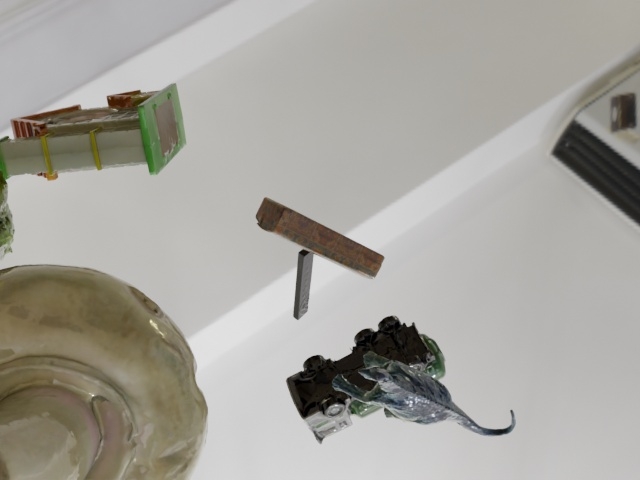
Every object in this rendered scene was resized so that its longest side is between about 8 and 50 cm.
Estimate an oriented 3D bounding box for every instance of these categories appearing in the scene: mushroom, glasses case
[{"bbox_3d":[-0.293,0.189,0.801,0.315,0.315,0.356,28,-150,27],"label":"mushroom"},{"bbox_3d":[0.000,0.000,1.322,0.075,0.218,0.049,26,-90,55],"label":"glasses case"}]

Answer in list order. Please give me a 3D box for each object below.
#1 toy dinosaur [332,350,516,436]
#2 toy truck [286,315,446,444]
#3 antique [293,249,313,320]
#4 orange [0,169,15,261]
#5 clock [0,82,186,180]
[{"bbox_3d":[0.121,0.208,1.095,0.147,0.363,0.076,12,-105,45],"label":"toy dinosaur"},{"bbox_3d":[0.076,0.215,1.271,0.243,0.125,0.101,-26,-131,-3],"label":"toy truck"},{"bbox_3d":[-0.030,0.077,1.464,0.015,0.192,0.031,36,-124,23],"label":"antique"},{"bbox_3d":[-0.520,-0.038,1.007,0.301,0.300,0.223,0,-156,36],"label":"orange"},{"bbox_3d":[-0.364,-0.168,1.291,0.255,0.106,0.220,-5,-161,4],"label":"clock"}]
